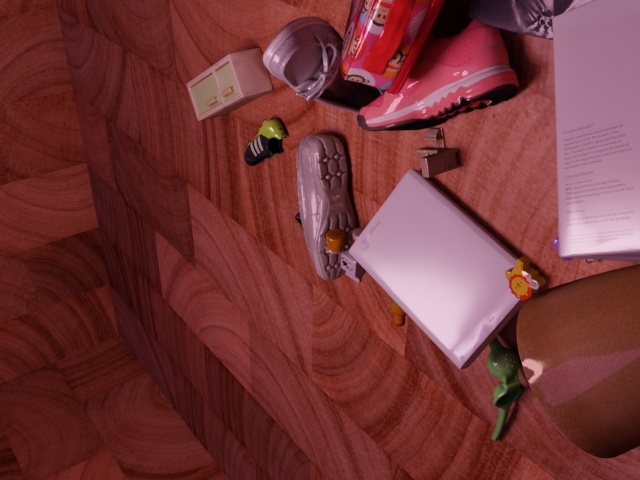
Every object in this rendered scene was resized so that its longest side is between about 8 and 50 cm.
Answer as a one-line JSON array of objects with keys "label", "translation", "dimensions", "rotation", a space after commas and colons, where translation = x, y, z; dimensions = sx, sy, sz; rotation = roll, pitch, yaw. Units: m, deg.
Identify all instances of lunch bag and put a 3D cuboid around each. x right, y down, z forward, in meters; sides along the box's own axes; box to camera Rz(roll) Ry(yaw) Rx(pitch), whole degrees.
[{"label": "lunch bag", "translation": [0.116, -0.367, 0.971], "dimensions": [0.293, 0.120, 0.258], "rotation": [115, 168, -48]}]

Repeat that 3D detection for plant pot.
[{"label": "plant pot", "translation": [0.425, 0.121, 0.848], "dimensions": [0.254, 0.237, 0.237], "rotation": [-38, 75, 41]}]

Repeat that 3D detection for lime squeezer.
[{"label": "lime squeezer", "translation": [0.315, 0.248, 1.224], "dimensions": [0.110, 0.059, 0.310], "rotation": [7, 115, 55]}]

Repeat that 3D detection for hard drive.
[{"label": "hard drive", "translation": [0.305, -0.350, 0.869], "dimensions": [0.255, 0.054, 0.171], "rotation": [31, 133, 44]}, {"label": "hard drive", "translation": [0.207, 0.043, 1.191], "dimensions": [0.307, 0.040, 0.203], "rotation": [47, 111, 30]}]

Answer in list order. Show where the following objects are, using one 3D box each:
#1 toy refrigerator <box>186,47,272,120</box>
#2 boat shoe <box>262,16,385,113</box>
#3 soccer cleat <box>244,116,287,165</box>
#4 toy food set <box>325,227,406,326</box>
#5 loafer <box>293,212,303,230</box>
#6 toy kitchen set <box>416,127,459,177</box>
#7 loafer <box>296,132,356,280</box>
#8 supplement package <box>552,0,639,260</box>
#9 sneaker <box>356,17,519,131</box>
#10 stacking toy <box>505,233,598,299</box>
[{"label": "toy refrigerator", "translation": [-0.229, -0.372, 1.645], "dimensions": [0.270, 0.094, 0.102], "rotation": [-5, 104, 57]}, {"label": "boat shoe", "translation": [0.022, -0.280, 1.141], "dimensions": [0.118, 0.320, 0.103], "rotation": [-49, 68, 15]}, {"label": "soccer cleat", "translation": [-0.134, -0.220, 1.626], "dimensions": [0.072, 0.060, 0.179], "rotation": [59, 145, 13]}, {"label": "toy food set", "translation": [0.109, 0.065, 1.370], "dimensions": [0.232, 0.111, 0.104], "rotation": [32, 135, 34]}, {"label": "loafer", "translation": [0.000, 0.000, 1.550], "dimensions": [0.170, 0.061, 0.062], "rotation": [54, 145, 21]}, {"label": "toy kitchen set", "translation": [0.181, -0.152, 1.165], "dimensions": [0.083, 0.075, 0.068], "rotation": [13, 118, 55]}, {"label": "loafer", "translation": [0.007, -0.072, 1.462], "dimensions": [0.111, 0.112, 0.319], "rotation": [23, 119, 56]}, {"label": "supplement package", "translation": [0.380, -0.114, 0.686], "dimensions": [0.199, 0.198, 0.262], "rotation": [-9, 79, 58]}, {"label": "sneaker", "translation": [0.178, -0.261, 1.096], "dimensions": [0.314, 0.116, 0.136], "rotation": [-10, 89, 51]}, {"label": "stacking toy", "translation": [0.357, -0.016, 0.888], "dimensions": [0.052, 0.167, 0.221], "rotation": [55, 146, 21]}]
